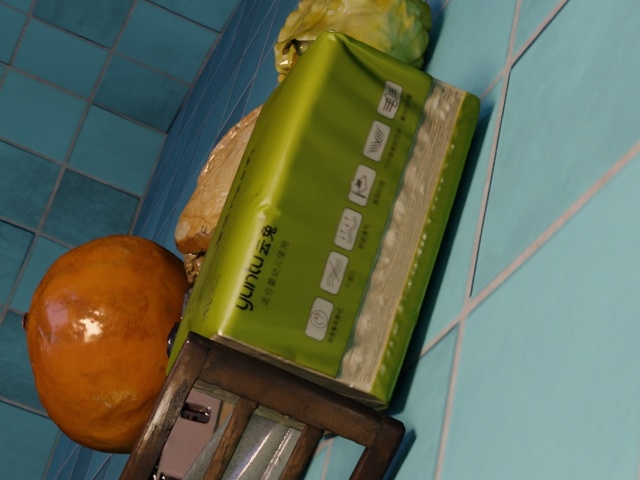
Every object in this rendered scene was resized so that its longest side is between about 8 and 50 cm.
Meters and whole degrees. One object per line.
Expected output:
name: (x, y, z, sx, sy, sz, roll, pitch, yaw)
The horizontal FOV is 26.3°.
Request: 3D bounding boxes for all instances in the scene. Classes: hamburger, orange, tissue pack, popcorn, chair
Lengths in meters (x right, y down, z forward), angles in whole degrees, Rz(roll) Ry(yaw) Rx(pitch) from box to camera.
hamburger: (-0.057, -0.047, 1.556, 0.243, 0.146, 0.286, -40, 23, 52)
orange: (-0.252, 0.135, 1.775, 0.284, 0.226, 0.284, -9, -90, -77)
tissue pack: (0.000, 0.000, 1.148, 0.200, 0.167, 0.275, 142, 149, -66)
popcorn: (0.022, -0.187, 1.408, 0.168, 0.173, 0.195, -6, 43, 27)
chair: (-0.101, 0.316, 0.952, 0.240, 0.203, 0.416, -85, 19, -67)

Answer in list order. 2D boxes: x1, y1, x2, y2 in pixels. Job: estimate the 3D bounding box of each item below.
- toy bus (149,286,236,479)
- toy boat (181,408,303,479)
toy bus: (-0.148, 0.216, 1.563, 0.138, 0.112, 0.317, 112, 175, -54)
toy boat: (-0.083, 0.240, 1.274, 0.319, 0.092, 0.141, -57, 13, 12)
